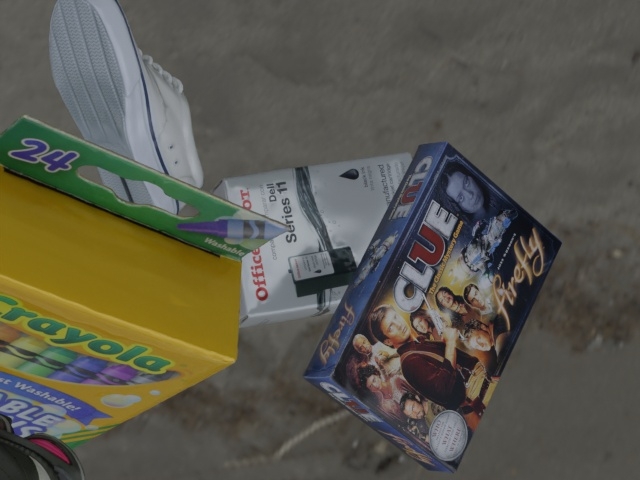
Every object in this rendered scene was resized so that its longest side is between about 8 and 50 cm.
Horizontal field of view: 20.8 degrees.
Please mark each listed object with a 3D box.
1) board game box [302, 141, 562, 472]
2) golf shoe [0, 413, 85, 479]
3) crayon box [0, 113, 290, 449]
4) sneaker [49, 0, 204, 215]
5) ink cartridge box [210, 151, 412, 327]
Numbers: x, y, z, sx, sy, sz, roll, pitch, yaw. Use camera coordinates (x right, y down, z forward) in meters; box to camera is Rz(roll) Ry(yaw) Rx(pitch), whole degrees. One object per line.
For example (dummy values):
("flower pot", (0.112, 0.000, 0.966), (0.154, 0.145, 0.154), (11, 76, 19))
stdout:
("board game box", (0.103, 0.059, 1.539), (0.165, 0.243, 0.042), (38, 157, -28))
("golf shoe", (-0.268, 0.125, 0.947), (0.273, 0.120, 0.105), (6, 92, 14))
("crayon box", (-0.197, 0.052, 1.148), (0.203, 0.083, 0.323), (23, 143, -33))
("sneaker", (-0.174, -0.130, 1.594), (0.094, 0.091, 0.258), (15, 135, 31))
("ink cartridge box", (0.000, 0.000, 1.819), (0.208, 0.087, 0.153), (-9, 81, -14))
